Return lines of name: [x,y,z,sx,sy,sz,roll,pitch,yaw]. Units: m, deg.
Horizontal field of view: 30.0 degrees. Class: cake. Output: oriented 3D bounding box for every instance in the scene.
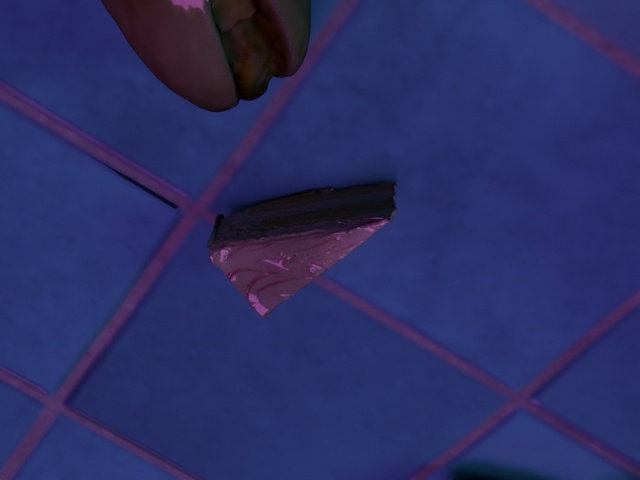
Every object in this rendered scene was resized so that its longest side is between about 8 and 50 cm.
cake: [0.000,0.000,0.723,0.121,0.052,0.065,-15,119,25]

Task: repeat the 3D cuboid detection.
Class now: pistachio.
pistachio: [-0.059,-0.131,0.596,0.113,0.113,0.149,2,137,14]

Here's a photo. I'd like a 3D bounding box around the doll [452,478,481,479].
doll: [0.203,0.286,0.842,0.303,0.156,0.201,24,138,2]
